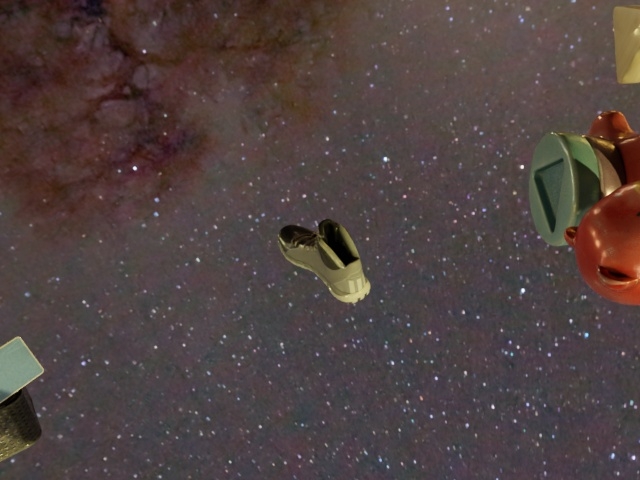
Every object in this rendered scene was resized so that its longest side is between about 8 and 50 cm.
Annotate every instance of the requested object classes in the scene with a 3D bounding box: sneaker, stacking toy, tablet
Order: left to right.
[{"bbox_3d":[-0.363,0.153,0.571,0.006,0.054,0.083,-4,-152,45],"label":"tablet"},{"bbox_3d":[0.000,0.000,0.893,0.086,0.132,0.229,-35,-131,-24],"label":"sneaker"},{"bbox_3d":[0.279,-0.095,0.485,0.131,0.279,0.309,-3,-163,3],"label":"stacking toy"}]

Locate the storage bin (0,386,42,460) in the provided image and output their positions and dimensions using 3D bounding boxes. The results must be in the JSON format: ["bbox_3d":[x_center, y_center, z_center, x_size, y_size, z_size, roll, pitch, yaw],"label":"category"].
[{"bbox_3d":[-0.502,0.257,0.704,0.180,0.084,0.122,-23,-147,-30],"label":"storage bin"}]
